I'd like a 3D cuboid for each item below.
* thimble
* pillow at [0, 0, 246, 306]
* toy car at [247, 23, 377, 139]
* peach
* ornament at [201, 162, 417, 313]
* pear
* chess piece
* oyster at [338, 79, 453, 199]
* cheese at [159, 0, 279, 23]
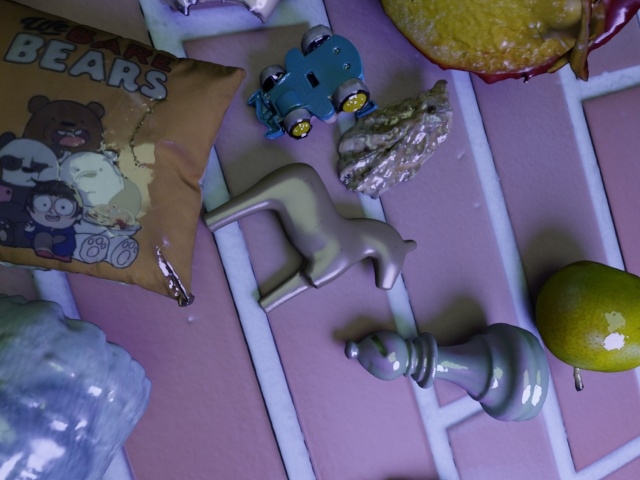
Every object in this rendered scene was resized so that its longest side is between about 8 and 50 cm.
[{"bbox_3d":[-0.289,0.161,0.380,0.205,0.250,0.172,38,49,-12],"label":"thimble"},{"bbox_3d":[-0.269,-0.102,0.458,0.310,0.119,0.312,12,84,-9],"label":"pillow"},{"bbox_3d":[-0.008,-0.198,0.563,0.161,0.098,0.126,-33,69,13],"label":"toy car"},{"bbox_3d":[0.239,-0.403,0.477,0.406,0.335,0.310,27,86,-44],"label":"peach"},{"bbox_3d":[0.000,0.000,0.561,0.245,0.061,0.230,-31,97,-10],"label":"ornament"},{"bbox_3d":[0.429,0.142,0.640,0.180,0.166,0.216,6,109,-28],"label":"pear"},{"bbox_3d":[0.169,0.176,0.583,0.271,0.139,0.139,9,86,-5],"label":"chess piece"},{"bbox_3d":[0.119,-0.148,0.596,0.209,0.072,0.133,-23,92,-13],"label":"oyster"},{"bbox_3d":[-0.106,-0.397,0.497,0.163,0.071,0.249,14,113,-24],"label":"cheese"}]
